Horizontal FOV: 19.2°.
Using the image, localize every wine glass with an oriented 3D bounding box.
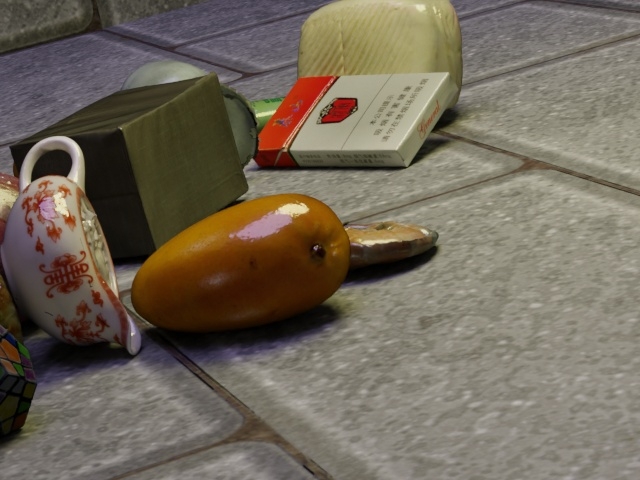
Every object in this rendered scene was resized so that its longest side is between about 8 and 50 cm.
[{"bbox_3d":[-0.174,-0.155,2.387,0.143,0.143,0.321,-15,16,-9],"label":"wine glass"}]

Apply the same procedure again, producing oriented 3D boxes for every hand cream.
[{"bbox_3d":[-0.055,-0.171,2.526,0.175,0.046,0.095,-15,12,-14],"label":"hand cream"}]

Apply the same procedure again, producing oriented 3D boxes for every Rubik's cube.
[{"bbox_3d":[-0.290,0.119,1.568,0.111,0.111,0.093,-5,42,26],"label":"Rubik's cube"}]

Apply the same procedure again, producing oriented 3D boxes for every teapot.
[{"bbox_3d":[-0.238,0.009,1.757,0.116,0.246,0.159,-20,-23,14],"label":"teapot"}]

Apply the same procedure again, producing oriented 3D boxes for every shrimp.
[{"bbox_3d":[0.000,0.002,1.864,0.251,0.052,0.143,5,11,29],"label":"shrimp"}]

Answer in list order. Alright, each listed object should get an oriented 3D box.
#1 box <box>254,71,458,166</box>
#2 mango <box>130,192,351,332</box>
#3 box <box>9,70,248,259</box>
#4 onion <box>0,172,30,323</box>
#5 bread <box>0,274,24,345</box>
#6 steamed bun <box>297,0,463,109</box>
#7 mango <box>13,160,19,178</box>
[{"bbox_3d":[0.037,-0.145,2.279,0.245,0.035,0.139,4,50,43],"label":"box"},{"bbox_3d":[-0.078,0.028,1.718,0.219,0.112,0.145,-20,12,21],"label":"mango"},{"bbox_3d":[-0.207,-0.077,2.110,0.149,0.155,0.231,-8,17,27],"label":"box"},{"bbox_3d":[-0.300,0.016,1.871,0.194,0.160,0.159,16,14,-6],"label":"onion"},{"bbox_3d":[-0.363,0.087,1.721,0.172,0.103,0.132,-17,14,-15],"label":"bread"},{"bbox_3d":[0.091,-0.226,2.409,0.238,0.170,0.152,-1,0,40],"label":"steamed bun"},{"bbox_3d":[-0.313,-0.088,2.360,0.115,0.090,0.178,-15,21,-38],"label":"mango"}]
